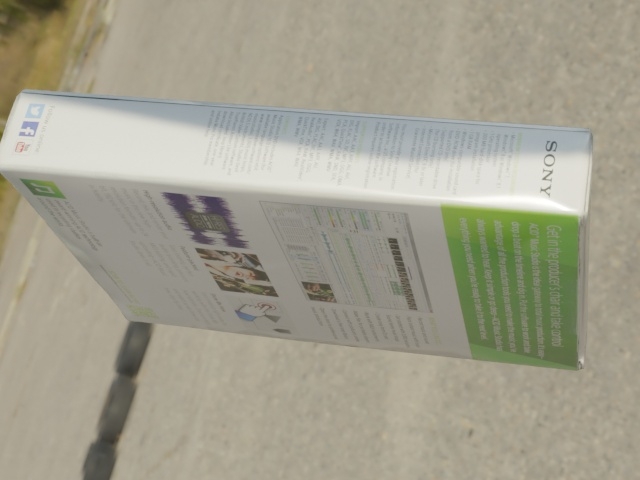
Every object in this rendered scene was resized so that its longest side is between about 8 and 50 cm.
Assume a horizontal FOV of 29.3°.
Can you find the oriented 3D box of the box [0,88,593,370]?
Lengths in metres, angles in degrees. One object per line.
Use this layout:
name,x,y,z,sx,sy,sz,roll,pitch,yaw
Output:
box,0.000,0.000,0.738,0.232,0.322,0.058,68,-148,-62
